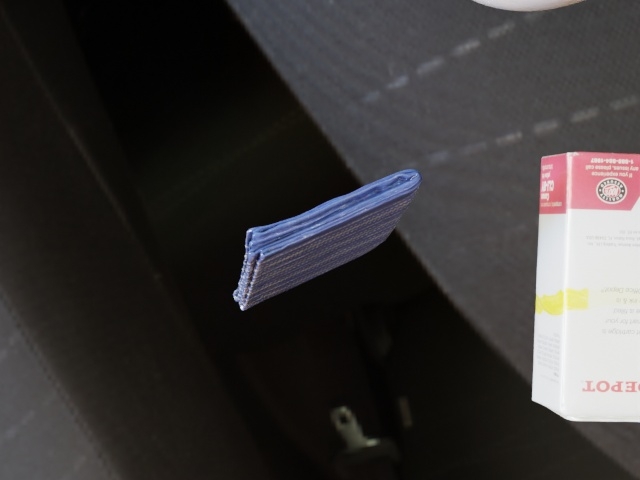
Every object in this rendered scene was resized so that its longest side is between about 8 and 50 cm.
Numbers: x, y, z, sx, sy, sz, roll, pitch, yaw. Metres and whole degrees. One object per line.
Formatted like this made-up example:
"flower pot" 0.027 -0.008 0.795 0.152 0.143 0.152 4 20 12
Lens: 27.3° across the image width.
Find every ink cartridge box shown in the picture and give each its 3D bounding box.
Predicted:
"ink cartridge box" 0.470 0.067 1.957 0.279 0.384 0.160 2 180 -8

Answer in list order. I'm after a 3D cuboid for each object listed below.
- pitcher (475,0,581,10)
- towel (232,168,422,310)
"pitcher" 0.206 -0.249 1.096 0.207 0.125 0.178 3 -179 7
"towel" 0.000 0.000 1.762 0.243 0.040 0.336 -24 170 -12
